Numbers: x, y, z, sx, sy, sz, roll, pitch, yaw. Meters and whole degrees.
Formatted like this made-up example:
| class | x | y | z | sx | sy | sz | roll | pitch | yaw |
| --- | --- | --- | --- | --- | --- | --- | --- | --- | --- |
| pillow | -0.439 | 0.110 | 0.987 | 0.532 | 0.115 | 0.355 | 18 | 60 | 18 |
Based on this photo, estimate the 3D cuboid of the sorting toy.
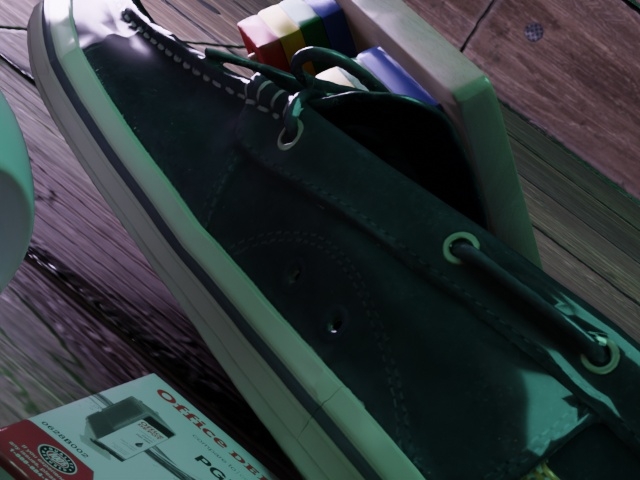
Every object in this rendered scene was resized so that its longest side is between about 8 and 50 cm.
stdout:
| class | x | y | z | sx | sy | sz | roll | pitch | yaw |
| --- | --- | --- | --- | --- | --- | --- | --- | --- | --- |
| sorting toy | 0.043 | -0.034 | 0.981 | 0.257 | 0.089 | 0.255 | 52 | -13 | 52 |

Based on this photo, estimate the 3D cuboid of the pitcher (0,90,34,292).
| class | x | y | z | sx | sy | sz | roll | pitch | yaw |
| --- | --- | --- | --- | --- | --- | --- | --- | --- | --- |
| pitcher | -0.215 | -0.063 | 0.597 | 0.207 | 0.125 | 0.178 | 40 | -11 | 33 |

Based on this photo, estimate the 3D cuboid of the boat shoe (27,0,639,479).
| class | x | y | z | sx | sy | sz | roll | pitch | yaw |
| --- | --- | --- | --- | --- | --- | --- | --- | --- | --- |
| boat shoe | 0.000 | 0.000 | 0.738 | 0.500 | 0.156 | 0.187 | 47 | -7 | 45 |

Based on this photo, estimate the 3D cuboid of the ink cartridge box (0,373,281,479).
| class | x | y | z | sx | sy | sz | roll | pitch | yaw |
| --- | --- | --- | --- | --- | --- | --- | --- | --- | --- |
| ink cartridge box | -0.069 | 0.107 | 0.555 | 0.099 | 0.056 | 0.135 | 38 | 15 | 12 |
